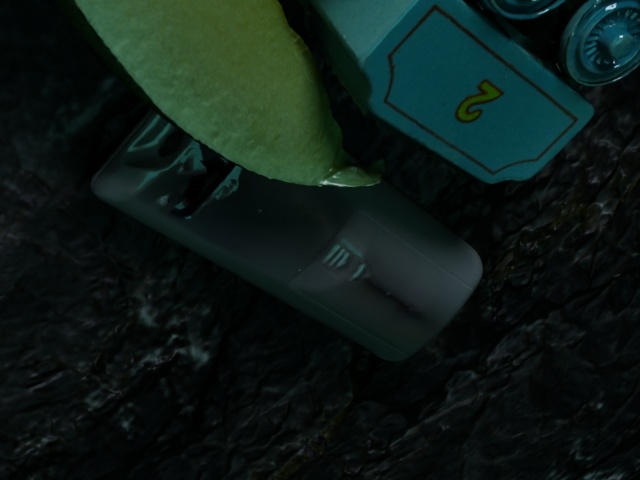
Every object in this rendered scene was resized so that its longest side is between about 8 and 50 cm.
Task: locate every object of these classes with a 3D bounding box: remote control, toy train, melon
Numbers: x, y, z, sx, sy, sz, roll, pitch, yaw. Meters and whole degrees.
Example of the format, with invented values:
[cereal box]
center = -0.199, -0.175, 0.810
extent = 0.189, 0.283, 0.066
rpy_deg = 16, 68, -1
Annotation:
[remote control]
center = 0.000, 0.000, 0.750
extent = 0.109, 0.055, 0.313
rpy_deg = -47, 136, 10
[toy train]
center = 0.093, -0.127, 0.665
extent = 0.203, 0.112, 0.163
rpy_deg = 27, 114, -42
[melon]
center = -0.051, -0.103, 0.618
extent = 0.262, 0.053, 0.114
rpy_deg = 41, 71, -38
